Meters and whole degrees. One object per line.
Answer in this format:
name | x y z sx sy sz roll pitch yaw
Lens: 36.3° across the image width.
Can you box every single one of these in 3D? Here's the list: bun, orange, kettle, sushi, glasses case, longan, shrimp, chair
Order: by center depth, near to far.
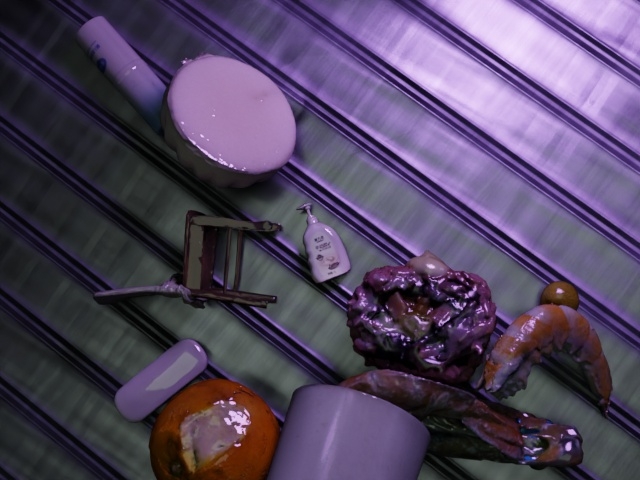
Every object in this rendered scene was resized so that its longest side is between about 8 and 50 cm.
kettle | 0.000 0.479 1.640 0.250 0.361 0.377 23 61 -3
shrimp | 0.243 0.310 1.716 0.445 0.221 0.110 13 54 -2
orange | -0.185 0.363 1.722 0.240 0.240 0.240 0 85 5
shrimp | 0.412 0.206 1.728 0.287 0.068 0.185 13 92 -28
sushi | 0.177 0.135 1.745 0.270 0.171 0.237 13 86 11
longan | 0.430 0.112 1.769 0.075 0.083 0.075 14 115 32
chair | -0.242 0.038 1.801 0.319 0.160 0.186 4 90 5
bun | -0.189 -0.195 1.817 0.263 0.175 0.263 15 55 -22
glasses case | -0.299 0.263 1.833 0.197 0.049 0.076 -39 83 0

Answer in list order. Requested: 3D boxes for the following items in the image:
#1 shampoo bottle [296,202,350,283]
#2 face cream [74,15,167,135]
shampoo bottle | 0.000 0.000 1.835 0.077 0.045 0.152 -20 82 3
face cream | -0.365 -0.316 1.880 0.077 0.077 0.250 -43 83 0
